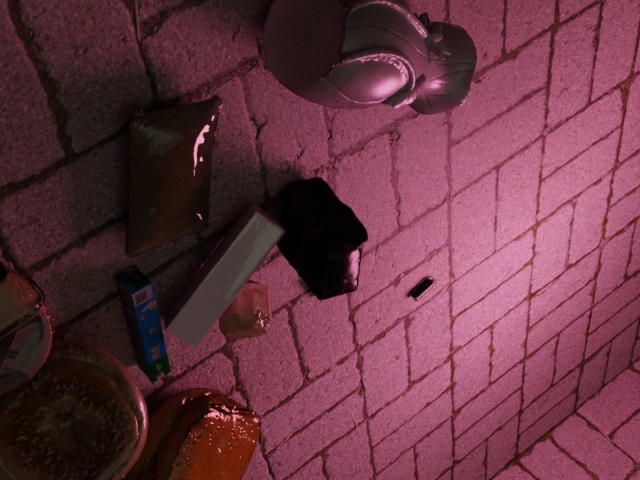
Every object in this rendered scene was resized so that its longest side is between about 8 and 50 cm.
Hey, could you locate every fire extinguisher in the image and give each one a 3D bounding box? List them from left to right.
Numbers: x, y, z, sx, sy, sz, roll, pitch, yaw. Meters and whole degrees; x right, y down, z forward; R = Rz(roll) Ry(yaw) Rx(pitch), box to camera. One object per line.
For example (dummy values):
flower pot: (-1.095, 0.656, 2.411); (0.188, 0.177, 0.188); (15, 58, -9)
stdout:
fire extinguisher: (0.274, 0.122, 2.449); (0.083, 0.025, 0.038); (-40, 120, -12)

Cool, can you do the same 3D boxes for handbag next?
handbag: (0.000, 0.000, 1.901); (0.155, 0.215, 0.169); (-10, 135, -30)

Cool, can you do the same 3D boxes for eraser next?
eraser: (-0.193, 0.069, 1.852); (0.076, 0.078, 0.298); (35, 95, -19)

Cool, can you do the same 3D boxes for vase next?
vase: (0.104, -0.342, 1.694); (0.446, 0.250, 0.249); (0, 123, -51)

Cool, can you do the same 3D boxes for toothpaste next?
toothpaste: (-0.346, 0.167, 1.819); (0.050, 0.065, 0.266); (-31, 140, -28)

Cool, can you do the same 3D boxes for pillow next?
pillow: (-0.261, -0.114, 1.642); (0.185, 0.075, 0.302); (-21, 137, -35)

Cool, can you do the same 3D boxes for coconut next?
coconut: (-0.159, 0.138, 1.944); (0.116, 0.122, 0.116); (-7, 159, -3)

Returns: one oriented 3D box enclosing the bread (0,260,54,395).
bread: (-0.550, 0.154, 1.529); (0.224, 0.142, 0.211); (-35, 129, -20)

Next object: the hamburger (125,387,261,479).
hamburger: (-0.275, 0.467, 2.047); (0.284, 0.174, 0.304); (-62, 155, -4)

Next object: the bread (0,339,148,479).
bread: (-0.467, 0.323, 1.695); (0.306, 0.159, 0.305); (0, 92, -15)
